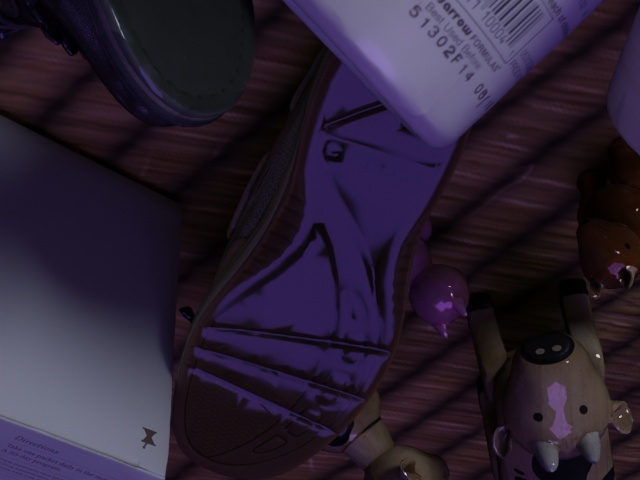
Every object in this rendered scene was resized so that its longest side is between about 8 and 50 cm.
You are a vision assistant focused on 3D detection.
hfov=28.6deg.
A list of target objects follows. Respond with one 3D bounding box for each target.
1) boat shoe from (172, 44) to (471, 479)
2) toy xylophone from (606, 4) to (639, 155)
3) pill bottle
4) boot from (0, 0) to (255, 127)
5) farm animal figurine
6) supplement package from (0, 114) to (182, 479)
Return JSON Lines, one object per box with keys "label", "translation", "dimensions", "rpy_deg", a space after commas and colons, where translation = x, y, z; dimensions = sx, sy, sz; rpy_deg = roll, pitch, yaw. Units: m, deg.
{"label": "boat shoe", "translation": [0.000, 0.000, 0.705], "dimensions": [0.109, 0.098, 0.302], "rpy_deg": [18, 114, -9]}
{"label": "toy xylophone", "translation": [0.239, -0.152, 0.530], "dimensions": [0.323, 0.081, 0.236], "rpy_deg": [-37, 152, -26]}
{"label": "pill bottle", "translation": [0.088, -0.160, 0.532], "dimensions": [0.229, 0.131, 0.131], "rpy_deg": [-43, 128, 5]}
{"label": "boot", "translation": [-0.157, -0.092, 0.561], "dimensions": [0.091, 0.263, 0.229], "rpy_deg": [6, 137, -50]}
{"label": "farm animal figurine", "translation": [0.122, 0.104, 0.825], "dimensions": [0.330, 0.172, 0.327], "rpy_deg": [-22, 134, 18]}
{"label": "supplement package", "translation": [-0.227, 0.036, 0.700], "dimensions": [0.262, 0.204, 0.145], "rpy_deg": [28, 131, -30]}
